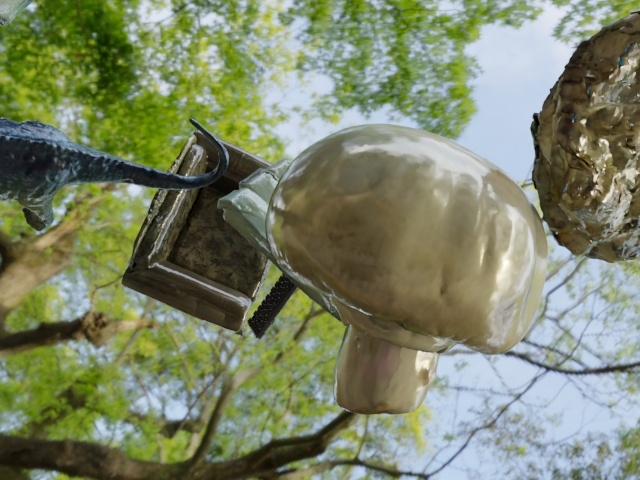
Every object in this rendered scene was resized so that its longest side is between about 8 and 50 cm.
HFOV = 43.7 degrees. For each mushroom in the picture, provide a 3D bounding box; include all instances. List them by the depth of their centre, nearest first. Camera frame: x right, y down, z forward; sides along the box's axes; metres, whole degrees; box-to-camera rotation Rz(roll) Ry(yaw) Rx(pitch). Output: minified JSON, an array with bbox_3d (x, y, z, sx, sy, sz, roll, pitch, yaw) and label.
[{"bbox_3d":[0.065,0.030,0.672,0.254,0.260,0.234,27,-84,64],"label":"mushroom"}]

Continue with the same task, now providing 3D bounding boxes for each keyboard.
[{"bbox_3d":[-0.027,0.032,1.014,0.013,0.061,0.204,35,-89,-20],"label":"keyboard"}]

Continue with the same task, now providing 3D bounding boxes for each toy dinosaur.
[{"bbox_3d":[-0.263,-0.064,0.662,0.147,0.363,0.076,-26,-118,54],"label":"toy dinosaur"}]

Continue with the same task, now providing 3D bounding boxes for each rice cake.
[{"bbox_3d":[0.000,0.000,0.860,0.211,0.124,0.038,45,-39,10],"label":"rice cake"}]

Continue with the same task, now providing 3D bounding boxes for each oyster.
[{"bbox_3d":[0.274,-0.082,0.666,0.259,0.198,0.092,63,-5,-31],"label":"oyster"}]

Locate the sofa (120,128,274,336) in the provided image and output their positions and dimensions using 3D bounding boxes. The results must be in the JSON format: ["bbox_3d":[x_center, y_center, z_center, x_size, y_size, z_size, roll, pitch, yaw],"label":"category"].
[{"bbox_3d":[-0.147,-0.010,1.149,0.200,0.258,0.182,26,-22,-8],"label":"sofa"}]

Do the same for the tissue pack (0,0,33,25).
[{"bbox_3d":[-0.293,-0.402,0.816,0.311,0.128,0.228,-45,-119,-2],"label":"tissue pack"}]
